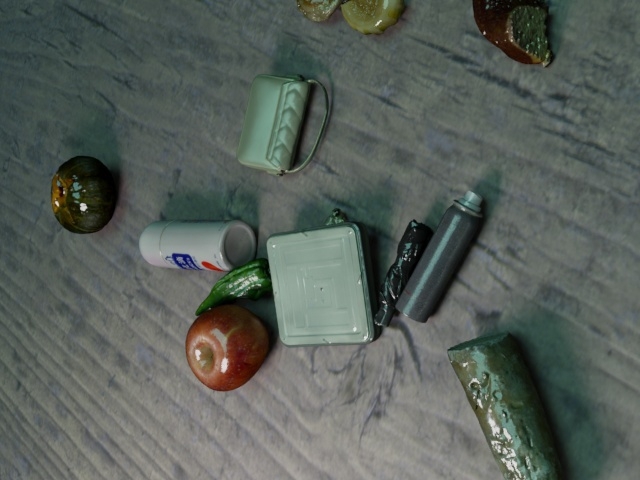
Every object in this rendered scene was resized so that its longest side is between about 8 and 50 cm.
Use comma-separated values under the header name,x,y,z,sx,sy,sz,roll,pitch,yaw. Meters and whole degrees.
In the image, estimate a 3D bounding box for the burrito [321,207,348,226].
name,x,y,z,sx,sy,sz,roll,pitch,yaw
burrito,0.001,0.000,1.860,0.171,0.042,0.051,-47,62,19

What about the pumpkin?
name,x,y,z,sx,sy,sz,roll,pitch,yaw
pumpkin,-0.688,-0.131,2.368,0.238,0.159,0.237,16,110,51

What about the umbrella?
name,x,y,z,sx,sy,sz,roll,pitch,yaw
umbrella,0.166,0.070,1.693,0.059,0.066,0.235,29,98,43

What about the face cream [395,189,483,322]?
name,x,y,z,sx,sy,sz,roll,pitch,yaw
face cream,0.246,0.031,1.634,0.073,0.073,0.283,35,103,38

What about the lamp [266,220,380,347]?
name,x,y,z,sx,sy,sz,roll,pitch,yaw
lamp,0.002,0.102,1.803,0.269,0.047,0.266,-9,90,38

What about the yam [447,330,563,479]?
name,x,y,z,sx,sy,sz,roll,pitch,yaw
yam,0.339,0.313,1.464,0.133,0.133,0.330,-33,62,29

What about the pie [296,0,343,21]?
name,x,y,z,sx,sy,sz,roll,pitch,yaw
pie,0.014,-0.625,1.959,0.163,0.079,0.193,1,76,30

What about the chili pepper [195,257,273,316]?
name,x,y,z,sx,sy,sz,roll,pitch,yaw
chili pepper,-0.208,0.125,1.952,0.253,0.099,0.083,-33,51,36

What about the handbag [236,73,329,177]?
name,x,y,z,sx,sy,sz,roll,pitch,yaw
handbag,-0.083,-0.280,1.971,0.219,0.079,0.256,12,88,29

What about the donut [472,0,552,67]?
name,x,y,z,sx,sy,sz,roll,pitch,yaw
donut,0.370,-0.435,1.606,0.144,0.126,0.186,-6,77,45

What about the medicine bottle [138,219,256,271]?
name,x,y,z,sx,sy,sz,roll,pitch,yaw
medicine bottle,-0.328,0.010,2.064,0.341,0.130,0.130,2,82,39

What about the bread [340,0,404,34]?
name,x,y,z,sx,sy,sz,roll,pitch,yaw
bread,0.125,-0.513,1.840,0.157,0.083,0.094,-17,73,38

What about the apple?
name,x,y,z,sx,sy,sz,roll,pitch,yaw
apple,-0.214,0.249,1.906,0.201,0.162,0.201,8,103,37
